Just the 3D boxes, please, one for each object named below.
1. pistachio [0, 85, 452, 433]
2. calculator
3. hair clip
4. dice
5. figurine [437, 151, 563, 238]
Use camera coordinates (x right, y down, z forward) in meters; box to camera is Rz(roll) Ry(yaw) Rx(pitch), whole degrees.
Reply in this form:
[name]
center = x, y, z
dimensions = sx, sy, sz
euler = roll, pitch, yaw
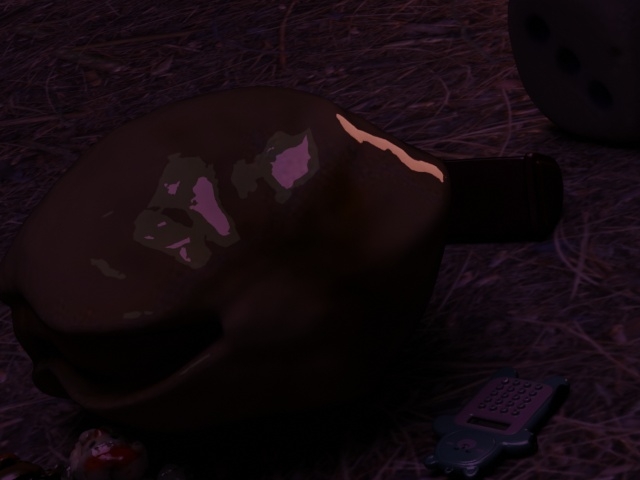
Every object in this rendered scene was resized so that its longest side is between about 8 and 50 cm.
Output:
[pistachio]
center = -0.087, 0.020, 1.347
dimensions = 0.445, 0.281, 0.365
euler = -12, 20, 40
[calculator]
center = 0.136, 0.143, 1.233
dimensions = 0.094, 0.019, 0.141
euler = 8, 34, 38
[hair clip]
center = -0.260, 0.223, 1.237
dimensions = 0.321, 0.091, 0.138
euler = -23, 22, -16
[dice]
center = 0.328, -0.226, 1.671
dimensions = 0.194, 0.193, 0.192
euler = -31, 29, -29
[figurine]
center = 0.167, -0.051, 1.562
dimensions = 0.154, 0.082, 0.098
euler = -1, 14, 33
